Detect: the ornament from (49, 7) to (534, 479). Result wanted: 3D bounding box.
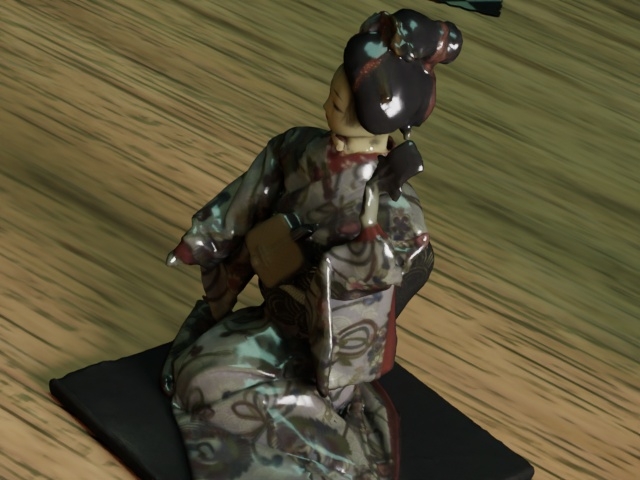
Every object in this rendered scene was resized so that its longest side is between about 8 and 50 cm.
[{"bbox_3d":[0.000,0.000,0.762,0.153,0.196,0.166,-15,38,-41],"label":"ornament"}]

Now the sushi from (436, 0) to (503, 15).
[{"bbox_3d":[0.037,-0.251,1.370,0.220,0.047,0.231,14,29,2],"label":"sushi"}]
